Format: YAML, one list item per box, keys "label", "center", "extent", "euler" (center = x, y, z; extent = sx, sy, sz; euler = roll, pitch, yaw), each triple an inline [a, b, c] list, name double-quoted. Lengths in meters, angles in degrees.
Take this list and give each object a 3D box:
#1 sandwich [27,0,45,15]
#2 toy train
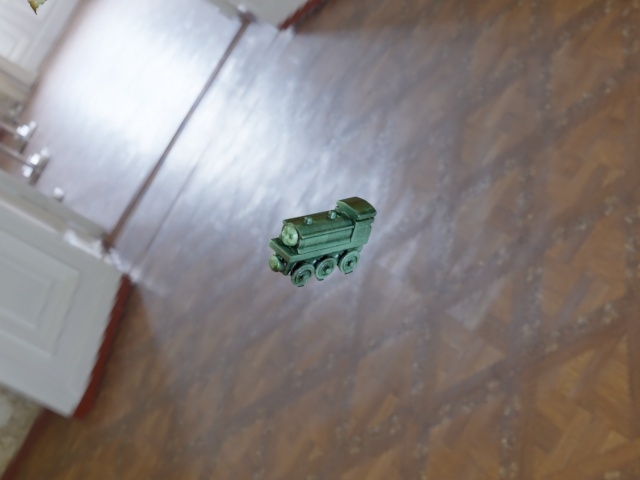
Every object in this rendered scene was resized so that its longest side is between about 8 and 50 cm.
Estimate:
- label: "sandwich"
  center: [-0.374, -0.372, 1.516]
  extent: [0.058, 0.162, 0.193]
  euler: [-25, 39, -3]
- label: "toy train"
  center: [0.000, 0.000, 1.770]
  extent: [0.071, 0.170, 0.111]
  euler: [39, 128, 37]
